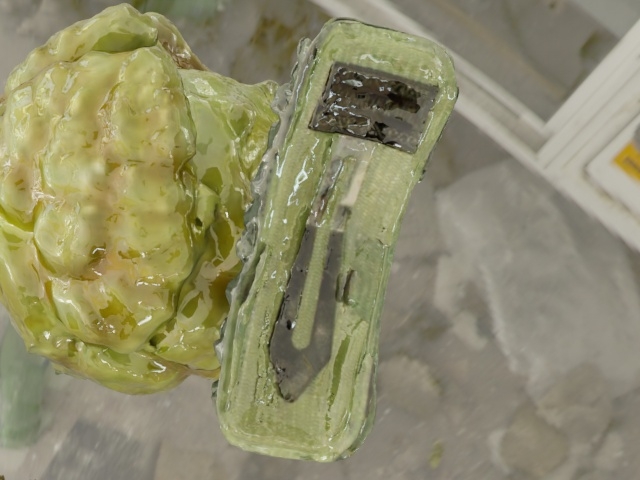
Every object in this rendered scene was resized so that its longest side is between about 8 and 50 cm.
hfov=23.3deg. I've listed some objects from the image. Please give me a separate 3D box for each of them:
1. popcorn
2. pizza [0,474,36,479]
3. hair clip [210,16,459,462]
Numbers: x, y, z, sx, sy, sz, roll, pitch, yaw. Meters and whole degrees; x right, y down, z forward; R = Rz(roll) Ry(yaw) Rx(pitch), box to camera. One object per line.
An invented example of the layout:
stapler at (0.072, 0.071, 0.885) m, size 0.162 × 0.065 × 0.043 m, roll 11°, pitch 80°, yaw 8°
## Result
popcorn at (-0.136, -0.017, 1.254) m, size 0.274 × 0.279 × 0.335 m, roll -23°, pitch 95°, yaw 0°
pizza at (-0.267, 0.237, 1.062) m, size 0.197 × 0.058 × 0.292 m, roll -47°, pitch 49°, yaw 10°
hair clip at (0.000, -0.001, 1.134) m, size 0.138 × 0.091 × 0.321 m, roll 13°, pitch 99°, yaw -19°
